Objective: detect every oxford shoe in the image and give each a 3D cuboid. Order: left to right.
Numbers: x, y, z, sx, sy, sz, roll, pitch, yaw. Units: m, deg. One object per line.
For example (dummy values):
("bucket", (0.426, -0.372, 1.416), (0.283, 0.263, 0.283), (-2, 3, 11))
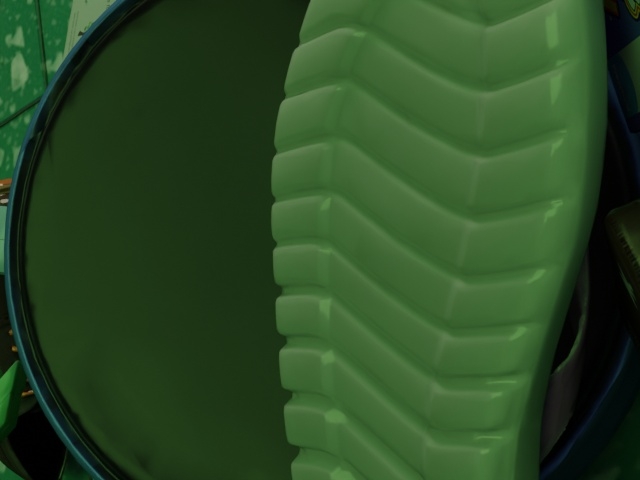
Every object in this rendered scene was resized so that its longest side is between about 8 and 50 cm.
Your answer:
("oxford shoe", (-0.230, 0.079, 0.819), (0.098, 0.097, 0.271), (41, 138, 42))

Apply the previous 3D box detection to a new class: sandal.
("sandal", (0.060, 0.038, 0.463), (0.169, 0.102, 0.416), (19, 113, 45))

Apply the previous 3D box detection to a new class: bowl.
("bowl", (0.000, 0.000, 0.593), (0.391, 0.077, 0.391), (-1, 82, 11))

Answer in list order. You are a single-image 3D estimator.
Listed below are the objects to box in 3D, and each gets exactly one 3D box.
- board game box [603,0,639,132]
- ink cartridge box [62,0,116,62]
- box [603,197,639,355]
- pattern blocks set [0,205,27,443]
("board game box", (0.245, -0.210, 0.378), (0.347, 0.078, 0.233), (-20, 87, -2))
("ink cartridge box", (-0.078, -0.149, 0.798), (0.333, 0.065, 0.165), (10, 89, 41))
("box", (0.243, 0.043, 0.400), (0.203, 0.167, 0.168), (-24, 67, 10))
("pattern blocks set", (-0.069, 0.075, 0.650), (0.325, 0.026, 0.285), (-3, 81, 11))
